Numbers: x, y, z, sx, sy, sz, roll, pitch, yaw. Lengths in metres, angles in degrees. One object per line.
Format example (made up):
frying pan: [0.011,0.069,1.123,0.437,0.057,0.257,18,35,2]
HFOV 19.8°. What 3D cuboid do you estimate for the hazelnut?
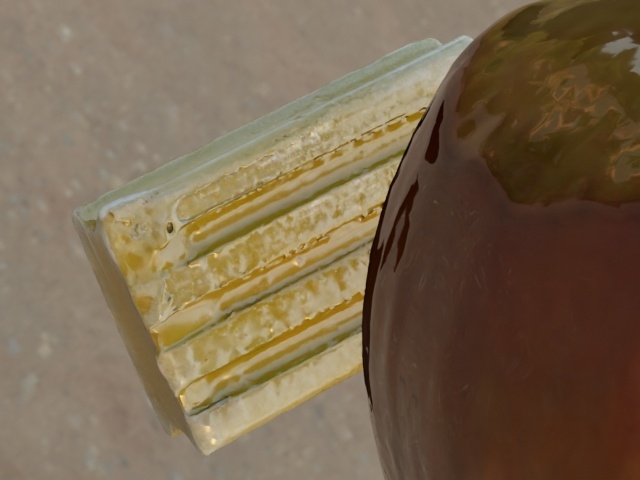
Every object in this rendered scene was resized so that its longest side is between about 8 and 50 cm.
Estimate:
hazelnut: [0.174,0.064,0.736,0.366,0.366,0.365,45,22,-23]

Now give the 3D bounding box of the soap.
soap: [0.000,0.000,1.165,0.089,0.274,0.173,16,-51,64]
